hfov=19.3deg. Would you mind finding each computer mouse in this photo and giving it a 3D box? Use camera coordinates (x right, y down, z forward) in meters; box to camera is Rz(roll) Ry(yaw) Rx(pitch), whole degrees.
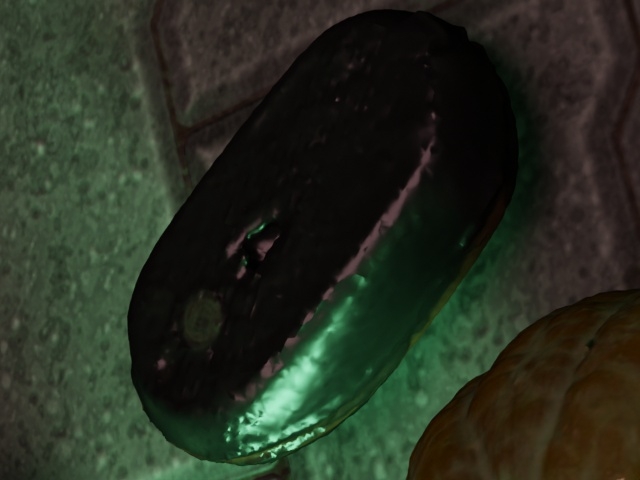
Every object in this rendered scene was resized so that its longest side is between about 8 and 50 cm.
[{"bbox_3d":[0.003,0.001,1.186,0.323,0.116,0.183,-51,56,15],"label":"computer mouse"}]

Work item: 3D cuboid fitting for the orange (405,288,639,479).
[{"bbox_3d":[0.185,0.180,0.947,0.329,0.249,0.329,5,99,39],"label":"orange"}]
